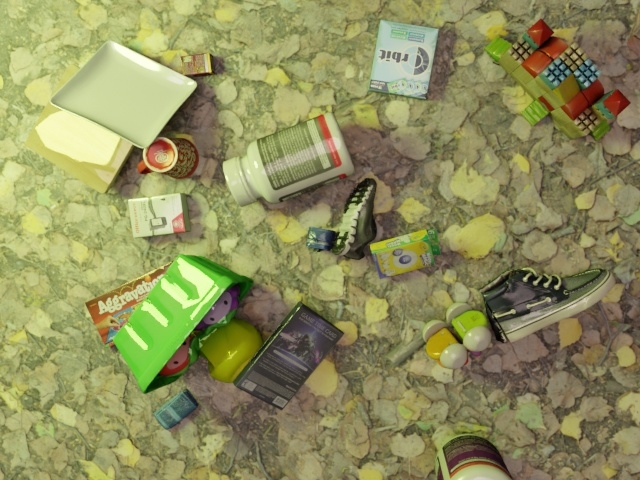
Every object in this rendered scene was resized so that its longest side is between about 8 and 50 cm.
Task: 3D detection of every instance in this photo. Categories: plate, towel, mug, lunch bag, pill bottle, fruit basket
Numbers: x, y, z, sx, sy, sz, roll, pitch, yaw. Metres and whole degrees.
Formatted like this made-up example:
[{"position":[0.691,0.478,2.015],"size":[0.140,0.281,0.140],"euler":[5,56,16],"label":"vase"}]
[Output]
[{"position":[-0.504,-0.374,1.765],"size":[0.278,0.045,0.277],"euler":[26,55,2],"label":"plate"},{"position":[-0.409,0.480,1.921],"size":[0.119,0.029,0.067],"euler":[-39,91,6],"label":"towel"},{"position":[-0.411,-0.209,1.807],"size":[0.113,0.169,0.150],"euler":[42,95,0],"label":"mug"},{"position":[0.000,0.000,1.822],"size":[0.067,0.098,0.065],"euler":[9,90,13],"label":"lunch bag"},{"position":[0.388,0.606,1.719],"size":[0.181,0.323,0.182],"euler":[0,94,5],"label":"pill bottle"},{"position":[-0.084,-0.201,1.778],"size":[0.318,0.176,0.176],"euler":[-20,92,5],"label":"pill bottle"},{"position":[-0.291,0.260,1.787],"size":[0.392,0.283,0.392],"euler":[0,87,9],"label":"fruit basket"}]

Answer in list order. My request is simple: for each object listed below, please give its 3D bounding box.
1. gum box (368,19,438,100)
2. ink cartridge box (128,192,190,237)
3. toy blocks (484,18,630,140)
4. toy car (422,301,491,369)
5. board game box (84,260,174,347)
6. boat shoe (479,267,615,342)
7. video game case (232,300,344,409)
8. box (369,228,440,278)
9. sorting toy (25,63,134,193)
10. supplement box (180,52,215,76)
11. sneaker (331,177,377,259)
[{"position":[0.219,-0.478,1.804],"size":[0.157,0.041,0.184],"euler":[11,95,3],"label":"gum box"},{"position":[-0.444,-0.068,1.871],"size":[0.150,0.063,0.109],"euler":[-7,93,5],"label":"ink cartridge box"},{"position":[0.590,-0.395,1.671],"size":[0.191,0.261,0.381],"euler":[-43,89,6],"label":"toy blocks"},{"position":[0.374,0.267,1.802],"size":[0.182,0.159,0.136],"euler":[-39,125,5],"label":"toy car"},{"position":[-0.508,0.180,1.911],"size":[0.281,0.027,0.145],"euler":[-25,90,6],"label":"board game box"},{"position":[0.582,0.125,1.769],"size":[0.340,0.127,0.158],"euler":[-30,99,6],"label":"boat shoe"},{"position":[-0.081,0.312,1.813],"size":[0.274,0.026,0.196],"euler":[-51,131,-1],"label":"video game case"},{"position":[0.231,0.035,1.811],"size":[0.179,0.043,0.105],"euler":[-17,132,4],"label":"box"},{"position":[-0.621,-0.301,1.858],"size":[0.257,0.089,0.255],"euler":[32,96,1],"label":"sorting toy"},{"position":[-0.334,-0.475,1.847],"size":[0.083,0.043,0.055],"euler":[-5,94,4],"label":"supplement box"},{"position":[0.112,-0.051,1.826],"size":[0.106,0.078,0.234],"euler":[29,75,-31],"label":"sneaker"}]
